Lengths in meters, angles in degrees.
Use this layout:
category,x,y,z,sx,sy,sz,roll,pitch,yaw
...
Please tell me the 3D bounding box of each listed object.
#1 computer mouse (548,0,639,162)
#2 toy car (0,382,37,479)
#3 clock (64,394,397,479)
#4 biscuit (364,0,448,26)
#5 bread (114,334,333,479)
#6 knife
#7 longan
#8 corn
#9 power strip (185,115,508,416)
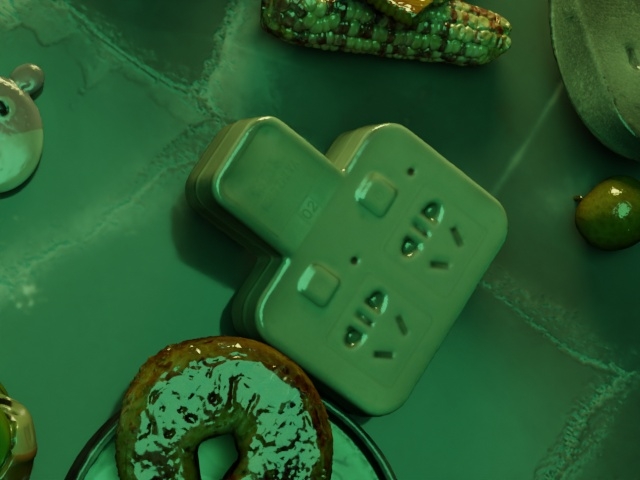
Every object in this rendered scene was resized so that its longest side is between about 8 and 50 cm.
category,x,y,z,sx,sy,sz,roll,pitch,yaw
computer mouse,0.274,-0.169,1.670,0.113,0.068,0.229,0,67,-29
toy car,-0.347,0.222,1.448,0.235,0.145,0.235,-1,96,-9
clock,-0.075,0.270,1.516,0.318,0.066,0.319,2,78,-11
biscuit,0.073,-0.264,1.627,0.126,0.025,0.206,27,40,7
bread,-0.079,0.169,1.472,0.193,0.064,0.193,1,84,-8
knife,-0.436,-0.140,1.541,0.398,0.038,0.132,13,74,-8
longan,0.270,-0.028,1.644,0.075,0.075,0.083,-45,48,-16
corn,0.062,-0.203,1.632,0.237,0.079,0.080,11,77,-11
power strip,0.000,0.000,1.569,0.261,0.141,0.229,37,75,-17
